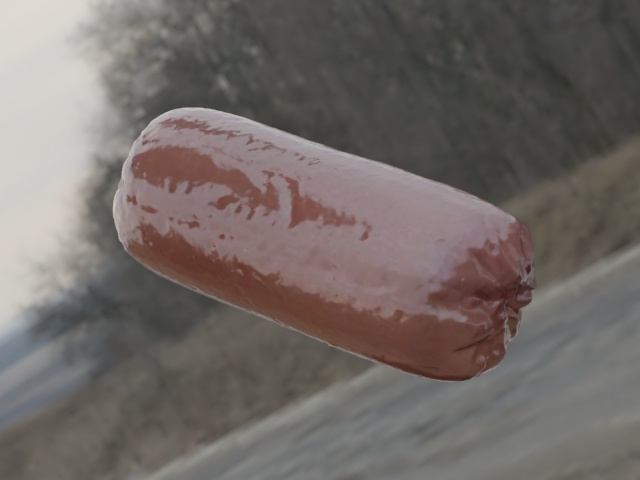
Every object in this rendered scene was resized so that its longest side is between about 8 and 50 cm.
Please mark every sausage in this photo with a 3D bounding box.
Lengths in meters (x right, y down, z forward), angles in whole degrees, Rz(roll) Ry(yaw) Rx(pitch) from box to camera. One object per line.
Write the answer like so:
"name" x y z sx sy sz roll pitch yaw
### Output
"sausage" 0.000 0.000 0.651 0.154 0.062 0.062 20 37 34
